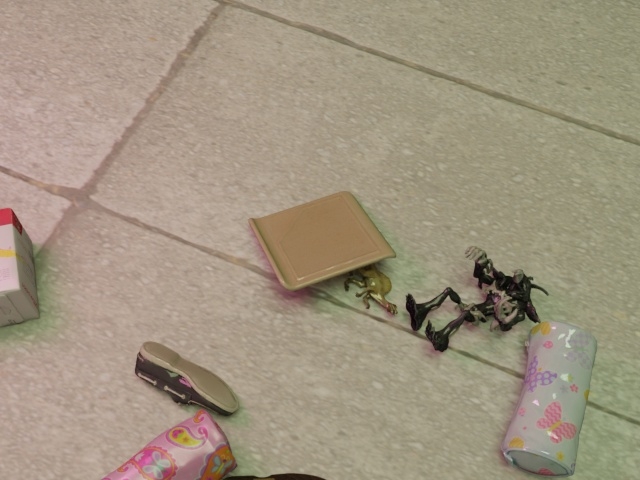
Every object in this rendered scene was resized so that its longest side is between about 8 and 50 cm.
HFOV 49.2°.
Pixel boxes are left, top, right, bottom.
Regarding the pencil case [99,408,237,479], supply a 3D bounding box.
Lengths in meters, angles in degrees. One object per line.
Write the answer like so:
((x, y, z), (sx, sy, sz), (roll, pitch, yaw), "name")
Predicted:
((-0.273, 0.393, 1.117), (0.284, 0.124, 0.124), (-33, 67, -20), "pencil case")

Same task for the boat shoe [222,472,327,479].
((-0.072, 0.428, 1.149), (0.189, 0.068, 0.072), (5, 93, -11), "boat shoe")

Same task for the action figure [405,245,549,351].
((0.310, 0.107, 1.318), (0.275, 0.141, 0.164), (-21, 52, -14), "action figure")

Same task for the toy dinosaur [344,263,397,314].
((0.096, 0.074, 1.380), (0.092, 0.053, 0.183), (-2, 59, -23), "toy dinosaur")

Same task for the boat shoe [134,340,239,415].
((-0.240, 0.258, 1.243), (0.206, 0.075, 0.065), (31, 105, 7), "boat shoe")

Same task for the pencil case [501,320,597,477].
((0.407, 0.277, 1.240), (0.124, 0.113, 0.273), (16, 59, 13), "pencil case")

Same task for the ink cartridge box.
((-0.601, 0.057, 1.278), (0.127, 0.128, 0.176), (-13, 61, -12), "ink cartridge box")

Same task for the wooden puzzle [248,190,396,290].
((0.000, 0.000, 1.387), (0.238, 0.044, 0.221), (-15, 43, -16), "wooden puzzle")
